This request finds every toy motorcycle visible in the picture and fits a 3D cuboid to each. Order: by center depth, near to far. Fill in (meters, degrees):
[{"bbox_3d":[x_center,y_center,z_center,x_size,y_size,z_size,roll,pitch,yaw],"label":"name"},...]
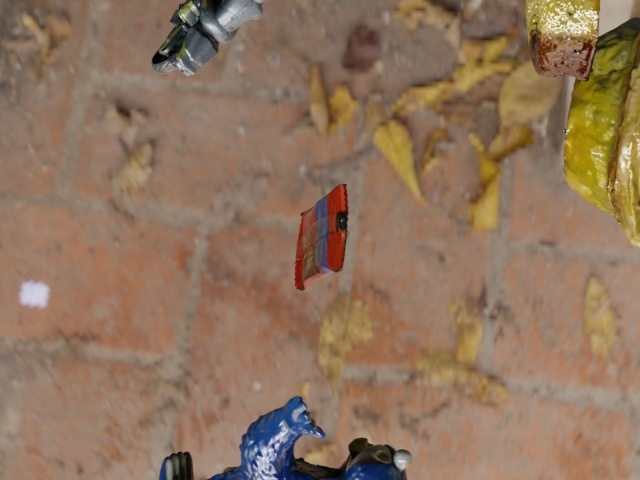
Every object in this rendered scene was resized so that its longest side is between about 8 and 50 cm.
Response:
[{"bbox_3d":[-0.100,-0.246,1.840,0.061,0.124,0.193,47,64,-26],"label":"toy motorcycle"}]

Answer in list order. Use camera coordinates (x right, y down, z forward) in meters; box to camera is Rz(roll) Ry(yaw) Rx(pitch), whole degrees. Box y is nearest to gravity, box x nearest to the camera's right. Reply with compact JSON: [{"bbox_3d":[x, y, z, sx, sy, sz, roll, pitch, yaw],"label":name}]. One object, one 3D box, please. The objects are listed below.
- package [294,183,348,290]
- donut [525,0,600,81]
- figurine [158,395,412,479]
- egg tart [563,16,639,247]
[{"bbox_3d":[0.000,0.000,1.720,0.022,0.200,0.083,1,83,-12],"label":"package"},{"bbox_3d":[0.211,-0.204,1.524,0.059,0.140,0.140,-2,67,1],"label":"donut"},{"bbox_3d":[-0.029,0.242,1.621,0.164,0.262,0.121,27,53,-32],"label":"figurine"},{"bbox_3d":[0.326,-0.126,1.803,0.118,0.288,0.288,8,67,20],"label":"egg tart"}]
